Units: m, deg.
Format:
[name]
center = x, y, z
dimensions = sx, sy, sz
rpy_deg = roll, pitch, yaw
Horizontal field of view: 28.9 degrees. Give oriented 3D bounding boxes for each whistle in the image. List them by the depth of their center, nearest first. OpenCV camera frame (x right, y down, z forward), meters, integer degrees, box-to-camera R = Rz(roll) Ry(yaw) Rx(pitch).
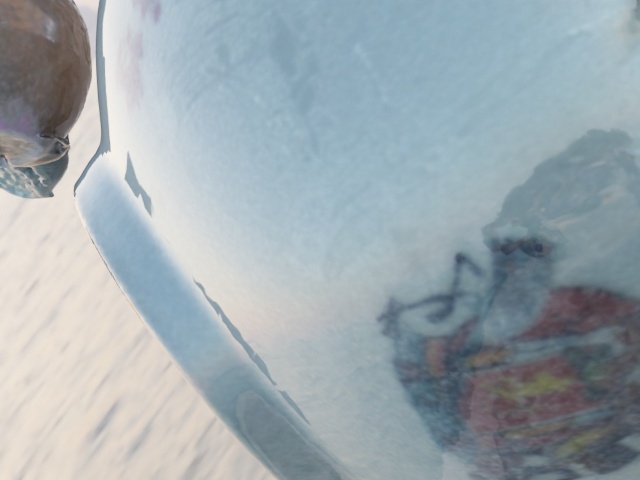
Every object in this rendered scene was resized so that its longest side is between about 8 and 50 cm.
[whistle]
center = -0.276, -0.129, 1.044
dimensions = 0.189, 0.189, 0.348
rpy_deg = -55, -6, -16

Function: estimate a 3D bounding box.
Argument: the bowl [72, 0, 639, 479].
[bowl]
center = 0.020, -0.011, 0.559
dimensions = 0.196, 0.434, 0.435
rpy_deg = -38, 13, -1
